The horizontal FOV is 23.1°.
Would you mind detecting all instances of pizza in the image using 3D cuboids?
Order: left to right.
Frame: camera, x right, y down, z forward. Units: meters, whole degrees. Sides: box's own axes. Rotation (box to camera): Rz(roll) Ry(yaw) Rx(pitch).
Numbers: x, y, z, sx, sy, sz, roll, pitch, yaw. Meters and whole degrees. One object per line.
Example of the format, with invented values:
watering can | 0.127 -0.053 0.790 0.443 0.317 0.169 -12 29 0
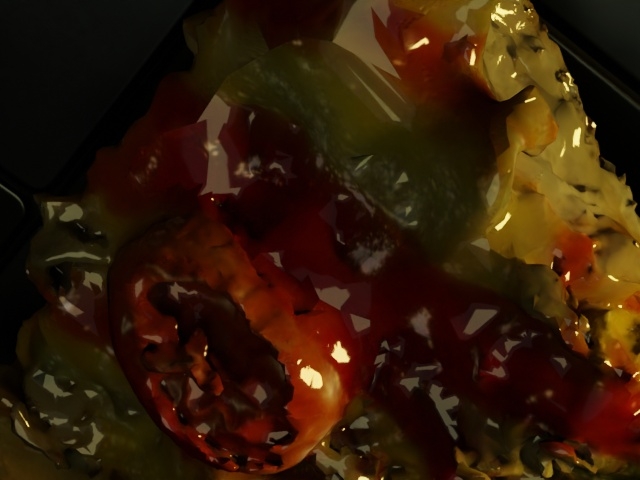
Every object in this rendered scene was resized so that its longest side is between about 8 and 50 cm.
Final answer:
pizza | 0.000 0.000 0.688 0.439 0.130 0.406 7 108 22
